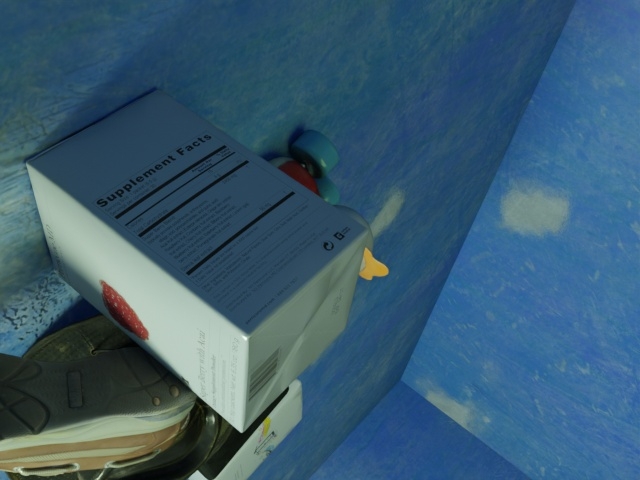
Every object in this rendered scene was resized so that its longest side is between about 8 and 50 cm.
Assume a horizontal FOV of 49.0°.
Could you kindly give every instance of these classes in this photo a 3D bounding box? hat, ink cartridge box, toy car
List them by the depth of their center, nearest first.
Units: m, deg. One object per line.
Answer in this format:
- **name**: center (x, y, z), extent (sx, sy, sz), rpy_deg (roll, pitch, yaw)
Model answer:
- **hat**: center (-0.221, 0.235, 0.871), extent (0.331, 0.134, 0.332), rpy_deg (-12, 118, -24)
- **toy car**: center (0.000, 0.000, 1.065), extent (0.219, 0.238, 0.210), rpy_deg (-46, 158, -21)
- **ink cartridge box**: center (-0.168, 0.325, 1.290), extent (0.232, 0.171, 0.168), rpy_deg (-44, 157, -28)

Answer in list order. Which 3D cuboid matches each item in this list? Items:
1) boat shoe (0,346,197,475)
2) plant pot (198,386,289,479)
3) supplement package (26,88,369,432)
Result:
- **boat shoe**: center (-0.289, 0.189, 0.706), extent (0.324, 0.123, 0.117), rpy_deg (2, 126, -17)
- **plant pot**: center (-0.194, 0.215, 1.074), extent (0.188, 0.187, 0.167), rpy_deg (-48, 145, -17)
- **supplement package**: center (-0.127, 0.013, 0.724), extent (0.175, 0.292, 0.178), rpy_deg (-40, 154, -34)
